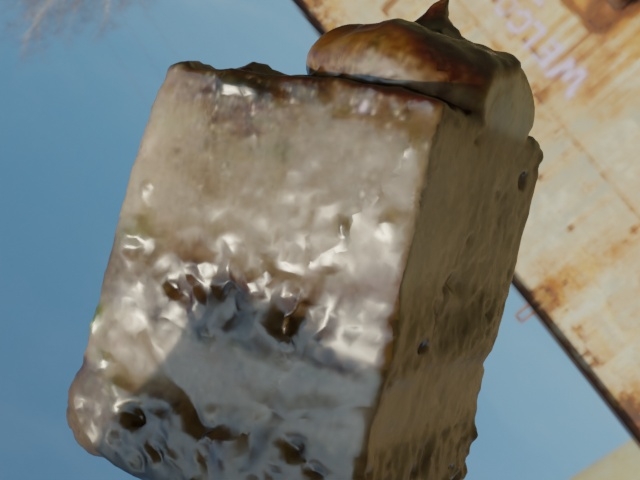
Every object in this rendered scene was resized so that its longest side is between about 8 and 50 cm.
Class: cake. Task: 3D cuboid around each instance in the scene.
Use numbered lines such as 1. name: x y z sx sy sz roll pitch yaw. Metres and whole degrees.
1. cake: 0.000 0.000 0.542 0.199 0.293 0.196 16 -174 29
